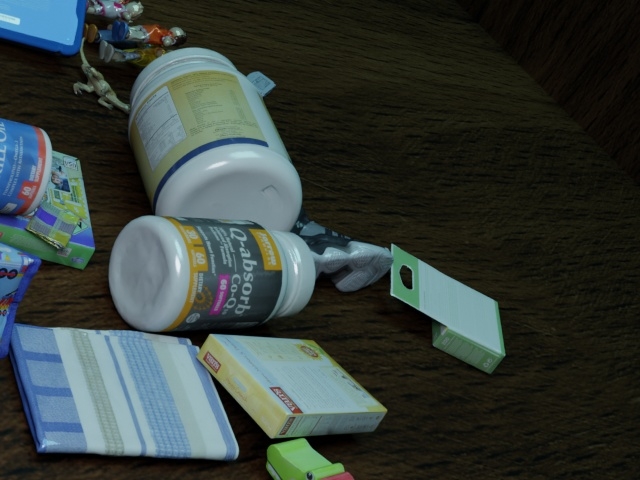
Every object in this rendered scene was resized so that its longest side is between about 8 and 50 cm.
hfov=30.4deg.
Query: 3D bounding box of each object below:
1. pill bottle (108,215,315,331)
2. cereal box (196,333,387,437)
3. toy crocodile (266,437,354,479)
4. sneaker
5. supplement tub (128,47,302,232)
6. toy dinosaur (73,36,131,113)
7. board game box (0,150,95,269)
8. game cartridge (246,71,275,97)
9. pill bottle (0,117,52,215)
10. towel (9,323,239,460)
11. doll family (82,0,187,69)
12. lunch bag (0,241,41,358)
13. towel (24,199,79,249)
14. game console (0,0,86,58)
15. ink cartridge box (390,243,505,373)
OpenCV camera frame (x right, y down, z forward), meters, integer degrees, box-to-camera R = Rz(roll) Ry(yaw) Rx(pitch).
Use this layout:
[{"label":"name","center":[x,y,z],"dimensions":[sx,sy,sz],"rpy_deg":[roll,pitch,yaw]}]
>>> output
[{"label":"pill bottle","center":[-0.148,0.048,1.682],"dimensions":[0.278,0.162,0.162],"rpy_deg":[1,43,-46]},{"label":"cereal box","center":[-0.037,0.200,1.629],"dimensions":[0.173,0.047,0.240],"rpy_deg":[42,19,32]},{"label":"toy crocodile","center":[0.047,0.375,1.451],"dimensions":[0.115,0.105,0.340],"rpy_deg":[2,42,-46]},{"label":"sneaker","center":[0.000,0.000,1.977],"dimensions":[0.269,0.101,0.153],"rpy_deg":[2,45,-43]},{"label":"supplement tub","center":[-0.176,-0.139,1.866],"dimensions":[0.228,0.228,0.316],"rpy_deg":[15,34,-34]},{"label":"toy dinosaur","center":[-0.391,-0.275,2.048],"dimensions":[0.183,0.053,0.093],"rpy_deg":[50,15,11]},{"label":"board game box","center":[-0.478,-0.080,1.640],"dimensions":[0.317,0.046,0.213],"rpy_deg":[17,33,-31]},{"label":"game cartridge","center":[-0.128,-0.321,2.426],"dimensions":[0.056,0.017,0.083],"rpy_deg":[39,28,-1]},{"label":"pill bottle","center":[-0.469,-0.108,1.512],"dimensions":[0.222,0.124,0.124],"rpy_deg":[11,37,-37]},{"label":"towel","center":[-0.249,0.193,1.484],"dimensions":[0.285,0.034,0.209],"rpy_deg":[10,37,-38]},{"label":"doll family","center":[-0.348,-0.367,2.183],"dimensions":[0.163,0.118,0.263],"rpy_deg":[0,26,-39]},{"label":"lunch bag","center":[-0.503,0.009,1.360],"dimensions":[0.221,0.138,0.293],"rpy_deg":[12,15,-48]},{"label":"towel","center":[-0.366,-0.022,1.614],"dimensions":[0.060,0.009,0.083],"rpy_deg":[29,29,-10]},{"label":"game console","center":[-0.571,-0.430,2.066],"dimensions":[0.293,0.173,0.250],"rpy_deg":[12,66,-23]},{"label":"ink cartridge box","center":[0.211,0.119,2.079],"dimensions":[0.235,0.056,0.171],"rpy_deg":[27,29,-12]}]
